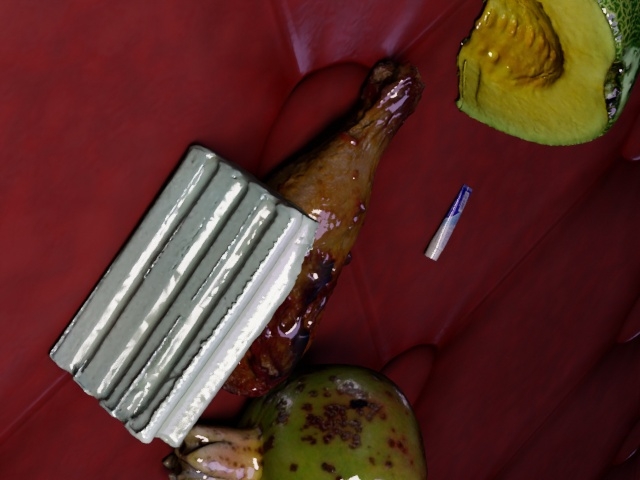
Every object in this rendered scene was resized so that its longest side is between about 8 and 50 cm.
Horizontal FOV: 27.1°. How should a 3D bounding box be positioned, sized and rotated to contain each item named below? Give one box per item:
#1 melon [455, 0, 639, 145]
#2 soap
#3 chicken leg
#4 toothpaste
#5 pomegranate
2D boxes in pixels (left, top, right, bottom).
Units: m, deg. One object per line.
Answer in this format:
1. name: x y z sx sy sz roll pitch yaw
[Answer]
1. melon: 0.213 -0.196 1.123 0.129 0.169 0.265 -42 151 -24
2. soap: -0.097 0.039 0.974 0.198 0.114 0.063 -54 152 3
3. chicken leg: -0.006 0.001 1.120 0.177 0.083 0.322 -31 147 -51
4. toothpaste: 0.133 -0.018 1.361 0.083 0.015 0.024 -62 150 4
5. pomegranate: -0.018 0.204 1.221 0.248 0.202 0.202 6 120 -28
